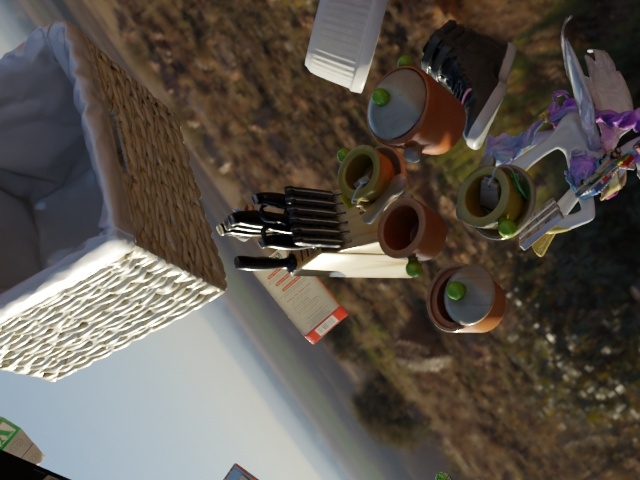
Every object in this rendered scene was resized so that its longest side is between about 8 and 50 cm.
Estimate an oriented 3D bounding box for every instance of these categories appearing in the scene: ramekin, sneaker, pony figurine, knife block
[{"bbox_3d":[0.045,-0.366,1.742,0.109,0.207,0.207,15,171,-2],"label":"ramekin"},{"bbox_3d":[0.222,-0.254,1.645,0.146,0.296,0.105,22,130,0],"label":"sneaker"},{"bbox_3d":[0.478,-0.189,1.871,0.302,0.363,0.351,1,-118,-56],"label":"pony figurine"},{"bbox_3d":[0.000,0.000,1.419,0.276,0.242,0.088,48,-149,-68],"label":"knife block"}]

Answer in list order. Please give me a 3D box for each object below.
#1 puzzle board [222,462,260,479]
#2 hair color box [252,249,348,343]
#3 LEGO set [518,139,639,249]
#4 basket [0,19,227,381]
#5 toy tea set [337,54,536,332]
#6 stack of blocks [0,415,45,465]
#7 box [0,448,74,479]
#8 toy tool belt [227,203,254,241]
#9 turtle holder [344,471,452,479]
[{"bbox_3d":[-0.091,0.373,1.363,0.128,0.096,0.011,34,178,7],"label":"puzzle board"},{"bbox_3d":[-0.031,0.077,1.512,0.141,0.072,0.043,50,180,29],"label":"hair color box"},{"bbox_3d":[0.413,-0.070,1.580,0.060,0.244,0.182,48,-166,-2],"label":"LEGO set"},{"bbox_3d":[-0.337,-0.034,1.313,0.266,0.331,0.328,31,-145,-57],"label":"basket"},{"bbox_3d":[0.113,-0.052,1.141,0.124,0.200,0.336,17,-151,-43],"label":"toy tea set"},{"bbox_3d":[-0.529,0.382,1.431,0.171,0.297,0.087,21,148,30],"label":"stack of blocks"},{"bbox_3d":[-0.355,0.271,0.910,0.261,0.184,0.103,22,-174,1],"label":"box"},{"bbox_3d":[-0.163,-0.042,2.064,0.051,0.083,0.052,20,151,-27],"label":"toy tool belt"},{"bbox_3d":[0.128,0.542,1.612,0.227,0.243,0.320,-89,10,-54],"label":"turtle holder"}]
